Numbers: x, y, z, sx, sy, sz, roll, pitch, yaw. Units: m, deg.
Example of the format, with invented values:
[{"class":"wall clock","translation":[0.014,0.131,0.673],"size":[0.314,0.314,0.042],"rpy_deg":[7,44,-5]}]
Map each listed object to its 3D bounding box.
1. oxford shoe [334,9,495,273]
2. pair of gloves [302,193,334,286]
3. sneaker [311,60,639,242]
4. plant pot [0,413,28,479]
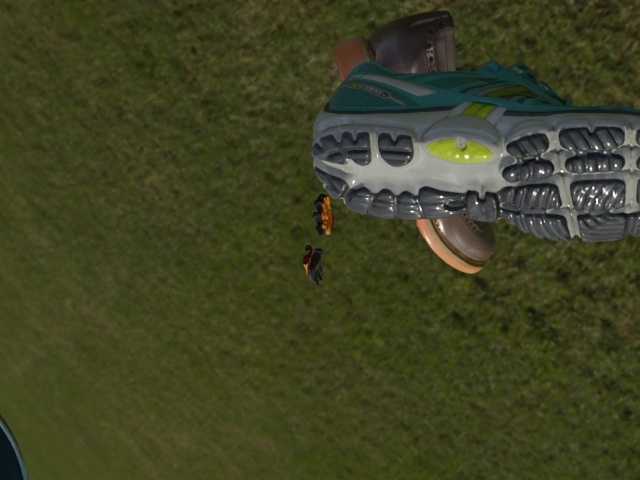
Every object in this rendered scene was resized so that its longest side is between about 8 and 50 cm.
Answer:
[{"class":"oxford shoe","translation":[0.145,-0.090,0.967],"size":[0.363,0.133,0.130],"rpy_deg":[53,-163,-47]},{"class":"pair of gloves","translation":[0.000,0.000,0.848],"size":[0.010,0.083,0.074],"rpy_deg":[7,163,12]},{"class":"sneaker","translation":[0.130,-0.074,0.581],"size":[0.275,0.110,0.107],"rpy_deg":[9,144,15]},{"class":"plant pot","translation":[-0.429,0.224,0.830],"size":[0.290,0.290,0.195],"rpy_deg":[56,166,-19]}]
